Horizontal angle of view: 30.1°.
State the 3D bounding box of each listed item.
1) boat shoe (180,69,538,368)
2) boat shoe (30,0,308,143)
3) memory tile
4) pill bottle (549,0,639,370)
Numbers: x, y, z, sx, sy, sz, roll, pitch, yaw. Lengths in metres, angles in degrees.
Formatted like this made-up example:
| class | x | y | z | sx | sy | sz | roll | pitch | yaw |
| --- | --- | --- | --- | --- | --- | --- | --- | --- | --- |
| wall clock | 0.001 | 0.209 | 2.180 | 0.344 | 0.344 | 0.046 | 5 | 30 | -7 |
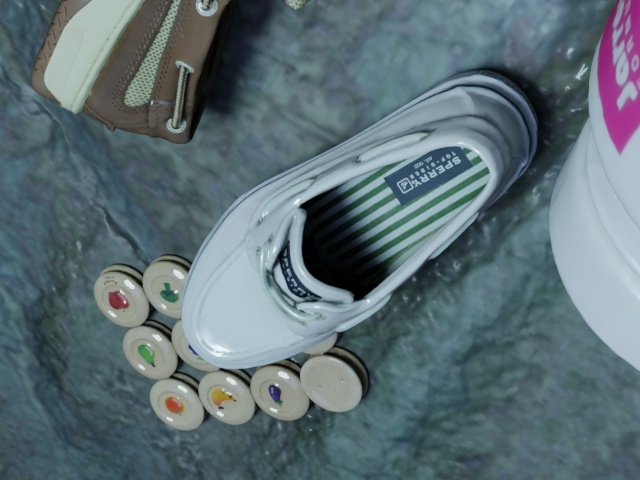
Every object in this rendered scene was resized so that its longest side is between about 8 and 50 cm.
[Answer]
| class | x | y | z | sx | sy | sz | roll | pitch | yaw |
| --- | --- | --- | --- | --- | --- | --- | --- | --- | --- |
| boat shoe | 0.000 | 0.000 | 0.560 | 0.083 | 0.076 | 0.226 | 46 | 122 | -3 |
| boat shoe | -0.034 | -0.142 | 0.508 | 0.095 | 0.095 | 0.257 | 30 | 134 | -10 |
| memory tile | -0.053 | 0.055 | 0.668 | 0.148 | 0.012 | 0.113 | -13 | 112 | 30 |
| pill bottle | 0.177 | -0.067 | 0.354 | 0.160 | 0.160 | 0.283 | 30 | 147 | 8 |
